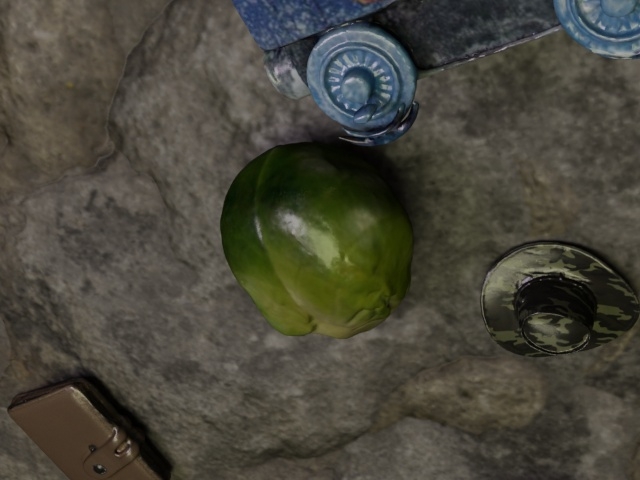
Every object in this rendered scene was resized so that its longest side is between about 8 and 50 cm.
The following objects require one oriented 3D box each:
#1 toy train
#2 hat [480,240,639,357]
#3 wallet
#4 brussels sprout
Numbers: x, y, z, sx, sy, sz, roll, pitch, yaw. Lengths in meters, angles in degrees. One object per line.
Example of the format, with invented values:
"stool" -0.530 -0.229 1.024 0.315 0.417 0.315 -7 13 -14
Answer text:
"toy train" 0.072 -0.184 0.555 0.300 0.131 0.202 -15 120 30
"hat" 0.182 0.058 0.751 0.121 0.050 0.121 6 124 9
"wallet" -0.228 0.203 0.975 0.118 0.039 0.152 -23 114 30
"brussels sprout" 0.002 -0.003 0.721 0.155 0.117 0.155 15 148 10
